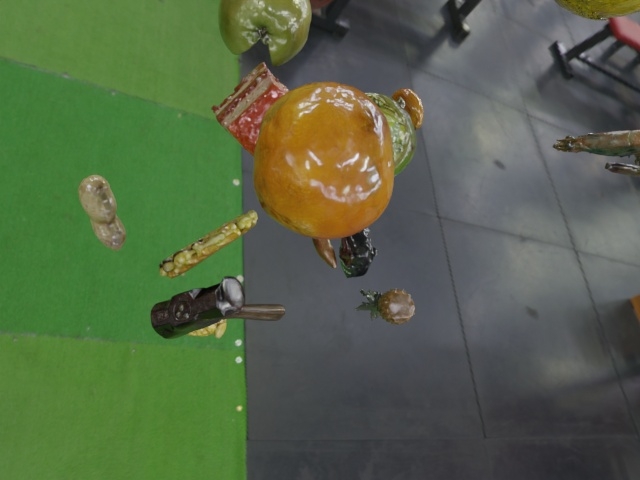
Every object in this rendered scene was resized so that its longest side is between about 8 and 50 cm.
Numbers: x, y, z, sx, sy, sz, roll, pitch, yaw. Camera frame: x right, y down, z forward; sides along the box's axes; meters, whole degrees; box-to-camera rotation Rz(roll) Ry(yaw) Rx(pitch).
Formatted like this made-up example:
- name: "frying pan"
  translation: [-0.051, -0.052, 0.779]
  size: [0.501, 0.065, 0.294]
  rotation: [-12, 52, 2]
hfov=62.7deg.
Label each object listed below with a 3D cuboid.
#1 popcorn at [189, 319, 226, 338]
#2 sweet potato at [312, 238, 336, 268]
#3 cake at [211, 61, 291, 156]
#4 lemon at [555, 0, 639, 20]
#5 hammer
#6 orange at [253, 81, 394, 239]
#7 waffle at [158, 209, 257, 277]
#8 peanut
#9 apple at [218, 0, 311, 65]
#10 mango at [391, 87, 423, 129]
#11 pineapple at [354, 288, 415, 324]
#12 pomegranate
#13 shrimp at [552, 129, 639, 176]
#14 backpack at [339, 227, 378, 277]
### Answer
- name: "popcorn"
  translation: [-0.354, 0.219, 1.575]
  size: [0.194, 0.163, 0.140]
  rotation: [-15, 103, -79]
- name: "sweet potato"
  translation: [-0.001, 0.000, 1.635]
  size: [0.055, 0.058, 0.202]
  rotation: [-14, 72, -50]
- name: "cake"
  translation: [-0.202, -0.454, 1.935]
  size: [0.270, 0.269, 0.319]
  rotation: [43, 7, -34]
- name: "lemon"
  translation: [0.497, -0.504, 0.871]
  size: [0.310, 0.258, 0.258]
  rotation: [-18, 75, -34]
- name: "hammer"
  translation: [-0.218, 0.190, 1.386]
  size: [0.408, 0.242, 0.095]
  rotation: [18, 55, -58]
- name: "orange"
  translation: [0.008, -0.131, 0.874]
  size: [0.261, 0.261, 0.261]
  rotation: [16, 56, -25]
- name: "waffle"
  translation: [-0.301, 0.014, 1.414]
  size: [0.300, 0.281, 0.058]
  rotation: [-32, 95, 2]
- name: "peanut"
  translation: [-0.599, -0.073, 1.451]
  size: [0.085, 0.104, 0.228]
  rotation: [-29, 127, -32]
- name: "apple"
  translation: [-0.171, -0.680, 1.620]
  size: [0.291, 0.292, 0.254]
  rotation: [21, 38, -22]
- name: "mango"
  translation: [0.313, -0.463, 1.830]
  size: [0.084, 0.105, 0.159]
  rotation: [-23, 69, -38]
- name: "pineapple"
  translation: [0.203, 0.212, 1.718]
  size: [0.130, 0.277, 0.119]
  rotation: [-12, 88, -14]
- name: "pomegranate"
  translation: [0.129, -0.270, 1.535]
  size: [0.260, 0.341, 0.260]
  rotation: [36, 25, -20]
- name: "shrimp"
  translation: [0.610, -0.174, 1.074]
  size: [0.052, 0.251, 0.143]
  rotation: [-62, 146, -18]
- name: "backpack"
  translation: [0.108, 0.047, 1.637]
  size: [0.105, 0.165, 0.120]
  rotation: [-7, 51, -21]
